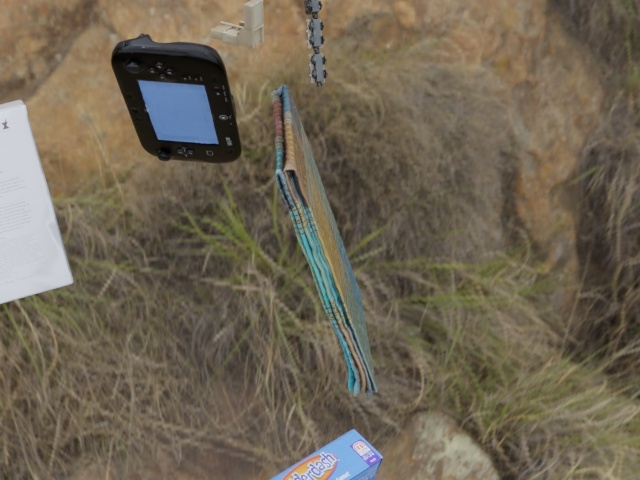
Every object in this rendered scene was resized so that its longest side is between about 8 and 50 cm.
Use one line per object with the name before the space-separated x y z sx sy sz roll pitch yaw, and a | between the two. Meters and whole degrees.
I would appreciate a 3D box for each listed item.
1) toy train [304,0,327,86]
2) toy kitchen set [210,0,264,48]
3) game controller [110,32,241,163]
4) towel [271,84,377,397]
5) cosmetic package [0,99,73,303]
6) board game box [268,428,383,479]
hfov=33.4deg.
toy train | -0.010 -0.320 1.673 0.027 0.036 0.158 -6 95 -21
toy kitchen set | -0.127 -0.366 1.742 0.083 0.075 0.068 18 38 24
game controller | -0.212 -0.204 1.626 0.166 0.319 0.067 13 68 8
towel | 0.000 0.000 1.474 0.040 0.370 0.271 -17 30 5
cosmetic package | -0.590 -0.026 1.585 0.377 0.284 0.097 -16 19 -16
board game box | -0.032 0.298 1.049 0.160 0.210 0.047 -23 52 -39
